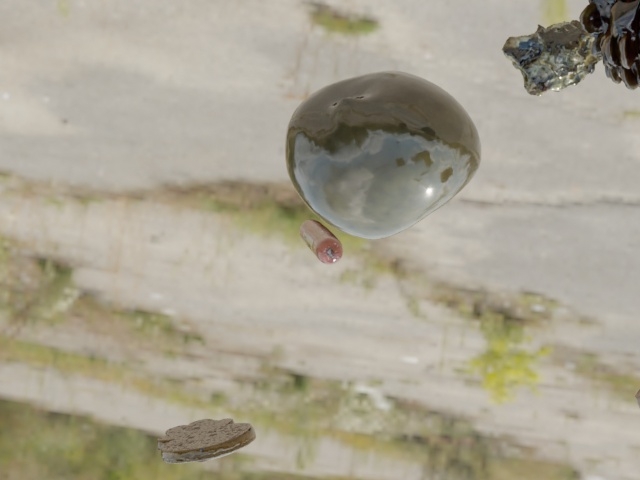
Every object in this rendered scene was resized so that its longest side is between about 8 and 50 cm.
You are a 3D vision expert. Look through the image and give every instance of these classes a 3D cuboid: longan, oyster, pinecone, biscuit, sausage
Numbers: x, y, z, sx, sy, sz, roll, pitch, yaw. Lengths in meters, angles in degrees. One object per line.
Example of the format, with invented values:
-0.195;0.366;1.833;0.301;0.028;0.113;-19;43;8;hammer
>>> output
0.099;-0.145;2.346;0.288;0.288;0.350;16;161;-36;longan
0.333;-0.262;1.978;0.148;0.103;0.051;-27;171;-8;oyster
0.313;-0.200;1.260;0.173;0.174;0.173;8;169;2;pinecone
-0.149;0.259;1.857;0.124;0.026;0.175;-13;-175;-16;biscuit
0.000;0.000;1.542;0.029;0.029;0.223;9;-175;-7;sausage

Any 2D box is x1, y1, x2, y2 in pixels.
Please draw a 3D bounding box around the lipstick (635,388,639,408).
0.447;0.248;1.820;0.045;0.145;0.045;-16;-167;39;lipstick
